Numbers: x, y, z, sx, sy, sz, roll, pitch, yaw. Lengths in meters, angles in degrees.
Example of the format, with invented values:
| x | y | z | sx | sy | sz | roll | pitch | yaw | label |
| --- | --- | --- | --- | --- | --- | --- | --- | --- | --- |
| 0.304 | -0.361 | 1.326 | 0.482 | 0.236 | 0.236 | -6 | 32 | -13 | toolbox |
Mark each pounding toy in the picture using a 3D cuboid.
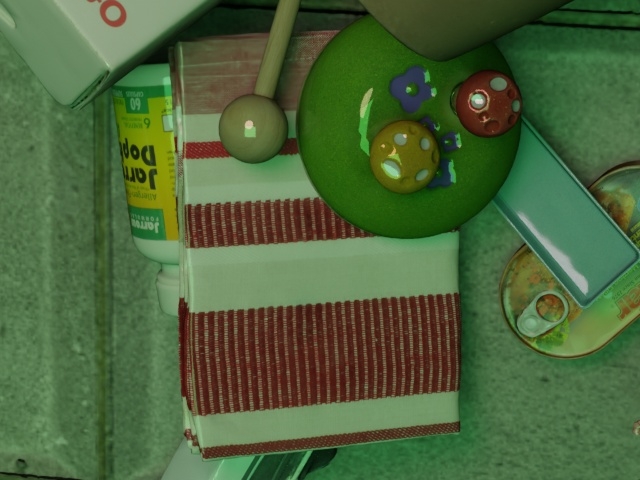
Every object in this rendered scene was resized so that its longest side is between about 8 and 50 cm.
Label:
| x | y | z | sx | sy | sz | roll | pitch | yaw | label |
| --- | --- | --- | --- | --- | --- | --- | --- | --- | --- |
| 0.061 | -0.096 | 1.494 | 0.237 | 0.110 | 0.183 | 24 | 89 | -20 | pounding toy |

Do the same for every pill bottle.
| x | y | z | sx | sy | sz | roll | pitch | yaw | label |
| --- | --- | --- | --- | --- | --- | --- | --- | --- | --- |
| -0.101 | -0.050 | 1.615 | 0.117 | 0.117 | 0.208 | -3 | 104 | 13 | pill bottle |

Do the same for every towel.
| x | y | z | sx | sy | sz | roll | pitch | yaw | label |
| --- | --- | --- | --- | --- | --- | --- | --- | --- | --- |
| 0.000 | 0.000 | 1.564 | 0.237 | 0.037 | 0.329 | -4 | 96 | -21 | towel |

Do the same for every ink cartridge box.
| x | y | z | sx | sy | sz | roll | pitch | yaw | label |
| --- | --- | --- | --- | --- | --- | --- | --- | --- | --- |
| -0.126 | -0.278 | 1.474 | 0.306 | 0.131 | 0.226 | -42 | 95 | -23 | ink cartridge box |

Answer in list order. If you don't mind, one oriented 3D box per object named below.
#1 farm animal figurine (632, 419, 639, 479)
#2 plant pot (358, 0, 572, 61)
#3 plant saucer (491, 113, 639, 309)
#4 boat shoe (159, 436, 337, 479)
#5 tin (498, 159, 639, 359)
| x | y | z | sx | sy | sz | roll | pitch | yaw | label |
| --- | --- | --- | --- | --- | --- | --- | --- | --- | --- |
| 0.402 | 0.098 | 1.421 | 0.326 | 0.330 | 0.172 | 16 | 128 | 2 | farm animal figurine |
| 0.121 | -0.254 | 1.391 | 0.229 | 0.263 | 0.263 | -39 | 94 | 21 | plant pot |
| 0.174 | -0.038 | 1.582 | 0.067 | 0.018 | 0.192 | -44 | 73 | 19 | plant saucer |
| -0.029 | 0.151 | 1.666 | 0.102 | 0.108 | 0.301 | 28 | 97 | -30 | boat shoe |
| 0.229 | 0.016 | 1.603 | 0.189 | 0.040 | 0.106 | -42 | 88 | 19 | tin |
